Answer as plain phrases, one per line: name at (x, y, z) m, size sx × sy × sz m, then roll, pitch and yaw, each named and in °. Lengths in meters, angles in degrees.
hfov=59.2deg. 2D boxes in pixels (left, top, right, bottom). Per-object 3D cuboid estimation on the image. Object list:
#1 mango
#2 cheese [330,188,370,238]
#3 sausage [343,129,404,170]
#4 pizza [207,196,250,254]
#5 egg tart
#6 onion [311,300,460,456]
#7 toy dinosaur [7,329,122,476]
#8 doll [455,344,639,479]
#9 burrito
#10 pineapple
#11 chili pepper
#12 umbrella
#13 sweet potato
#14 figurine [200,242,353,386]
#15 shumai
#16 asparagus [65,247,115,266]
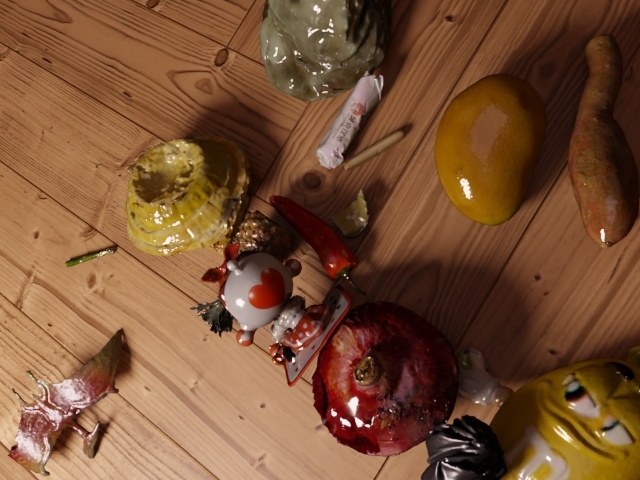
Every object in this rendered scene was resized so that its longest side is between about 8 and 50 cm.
mango at (0.285, -0.160, 0.974) m, size 0.175 × 0.139 × 0.254 m, roll 17°, pitch 91°, yaw 23°
cheese at (0.068, -0.051, 1.070) m, size 0.084 × 0.041 × 0.060 m, roll -49°, pitch 62°, yaw 20°
sausage at (0.104, -0.174, 1.091) m, size 0.132 × 0.024 × 0.024 m, roll -29°, pitch 72°, yaw 10°
pizza at (-0.214, -0.035, 1.151) m, size 0.175 × 0.046 × 0.134 m, roll -38°, pitch 71°, yaw 7°
egg tart at (-0.275, -0.107, 1.113) m, size 0.290 × 0.115 × 0.290 m, roll -10°, pitch 58°, yaw 16°
onion at (0.098, 0.217, 0.914) m, size 0.252 × 0.219 × 0.252 m, roll -9°, pitch 66°, yaw 21°
toy dinosaur at (-0.524, 0.333, 1.160) m, size 0.206 × 0.113 × 0.327 m, roll 15°, pitch 95°, yaw -6°
doll at (0.321, 0.344, 0.862) m, size 0.348 × 0.161 × 0.423 m, roll 5°, pitch 73°, yaw 34°
burrito at (0.058, -0.232, 1.098) m, size 0.064 × 0.064 × 0.203 m, roll 32°, pitch 93°, yaw 20°
pineapple at (-0.147, 0.070, 1.080) m, size 0.125 × 0.125 × 0.251 m, roll 35°, pitch 96°, yaw 20°
chili pepper at (0.000, 0.000, 1.065) m, size 0.272 × 0.071 × 0.063 m, roll 48°, pitch 115°, yaw 21°
umbrella at (0.156, 0.408, 0.841) m, size 0.118 × 0.118 × 0.340 m, roll 35°, pitch 108°, yaw 20°
sweet potato at (0.468, -0.162, 0.940) m, size 0.109 × 0.109 × 0.385 m, roll 1°, pitch 68°, yaw 17°
figurine at (-0.095, 0.102, 0.978) m, size 0.226 × 0.160 × 0.183 m, roll 35°, pitch 91°, yaw -11°
shumai at (-0.020, -0.451, 1.059) m, size 0.304 × 0.263 × 0.309 m, roll -40°, pitch 71°, yaw 4°
asparagus at (-0.509, 0.037, 1.243) m, size 0.127 × 0.018 × 0.015 m, roll -15°, pitch 101°, yaw 14°
